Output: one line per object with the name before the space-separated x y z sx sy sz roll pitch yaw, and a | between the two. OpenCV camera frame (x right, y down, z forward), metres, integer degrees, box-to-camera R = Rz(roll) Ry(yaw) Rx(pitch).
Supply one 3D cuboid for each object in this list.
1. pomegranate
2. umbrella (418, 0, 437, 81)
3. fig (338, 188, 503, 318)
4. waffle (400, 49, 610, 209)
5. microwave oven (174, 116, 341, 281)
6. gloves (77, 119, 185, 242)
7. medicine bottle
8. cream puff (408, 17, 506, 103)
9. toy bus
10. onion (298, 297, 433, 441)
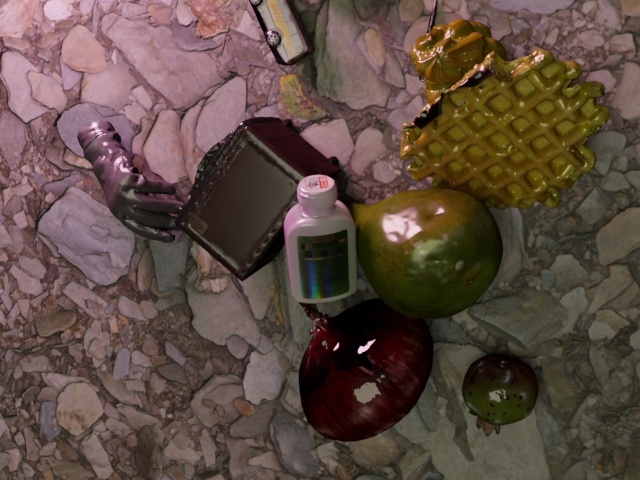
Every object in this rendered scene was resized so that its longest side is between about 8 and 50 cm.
pomegranate | 0.313 0.266 1.289 0.129 0.159 0.129 -6 56 10
umbrella | 0.182 -0.345 1.257 0.022 0.022 0.148 14 100 42
fig | 0.172 -0.006 1.245 0.233 0.314 0.233 -5 120 -8
waffle | 0.284 -0.166 1.162 0.307 0.060 0.311 15 135 4
microwave oven | -0.114 -0.085 1.333 0.188 0.178 0.247 40 111 8
gloves | -0.383 -0.108 1.478 0.285 0.119 0.142 46 143 3
medicine bottle | 0.000 0.000 1.224 0.115 0.078 0.219 -8 125 -5
cream puff | 0.220 -0.281 1.191 0.121 0.156 0.156 10 107 50
toy bus | -0.075 -0.400 1.320 0.072 0.057 0.172 -23 93 17
onion | 0.053 0.205 1.283 0.273 0.273 0.285 -40 107 23
